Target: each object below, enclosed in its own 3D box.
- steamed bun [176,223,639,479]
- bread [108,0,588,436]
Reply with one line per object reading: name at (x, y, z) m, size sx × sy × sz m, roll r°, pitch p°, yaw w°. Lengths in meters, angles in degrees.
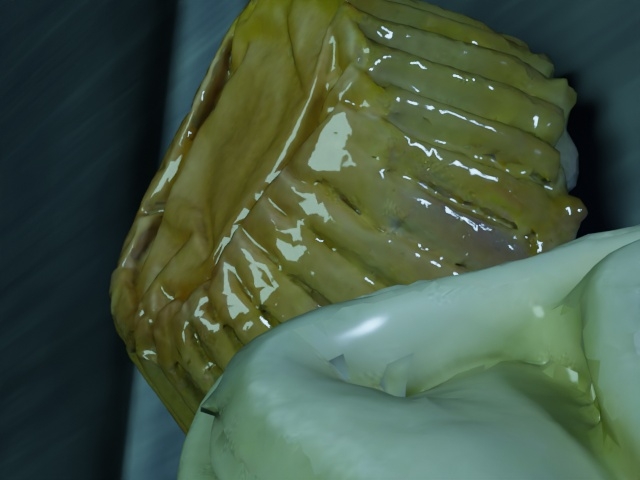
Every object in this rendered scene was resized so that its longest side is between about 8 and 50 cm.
steamed bun at (0.143, 0.119, 0.511) m, size 0.237 × 0.346 × 0.394 m, roll -30°, pitch 25°, yaw 29°
bread at (0.000, 0.000, 0.935) m, size 0.274 × 0.149 × 0.274 m, roll -40°, pitch 38°, yaw 40°
